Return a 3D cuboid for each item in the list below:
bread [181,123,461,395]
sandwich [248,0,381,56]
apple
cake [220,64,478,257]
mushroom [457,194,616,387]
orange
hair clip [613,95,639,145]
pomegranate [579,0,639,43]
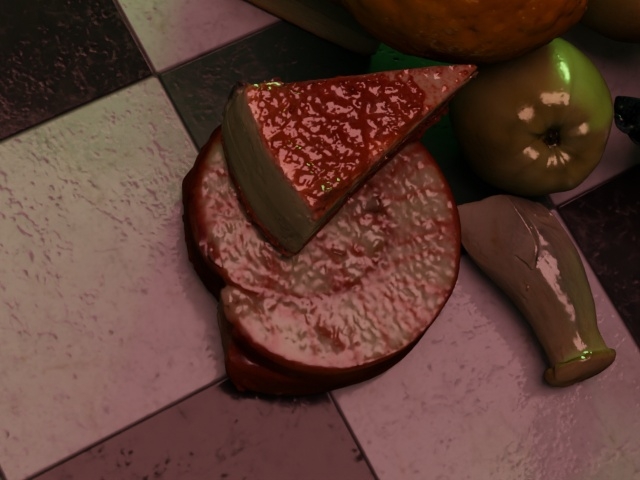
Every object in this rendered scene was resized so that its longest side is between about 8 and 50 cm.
[{"bbox_3d":[0.002,-0.003,1.443,0.295,0.114,0.327,-16,75,-14],"label":"bread"},{"bbox_3d":[-0.028,-0.325,1.538,0.186,0.108,0.220,-9,78,-13],"label":"sandwich"},{"bbox_3d":[0.241,-0.142,1.483,0.200,0.200,0.200,3,73,-9],"label":"apple"},{"bbox_3d":[0.043,-0.084,1.335,0.262,0.158,0.159,-8,77,-14],"label":"cake"},{"bbox_3d":[0.252,0.046,1.485,0.108,0.096,0.247,-26,81,-24],"label":"mushroom"},{"bbox_3d":[0.143,-0.351,1.362,0.293,0.340,0.340,-2,74,-11],"label":"orange"},{"bbox_3d":[0.490,-0.112,1.494,0.310,0.206,0.194,37,88,5],"label":"hair clip"},{"bbox_3d":[0.409,-0.383,1.552,0.319,0.319,0.319,3,73,-9],"label":"pomegranate"}]
